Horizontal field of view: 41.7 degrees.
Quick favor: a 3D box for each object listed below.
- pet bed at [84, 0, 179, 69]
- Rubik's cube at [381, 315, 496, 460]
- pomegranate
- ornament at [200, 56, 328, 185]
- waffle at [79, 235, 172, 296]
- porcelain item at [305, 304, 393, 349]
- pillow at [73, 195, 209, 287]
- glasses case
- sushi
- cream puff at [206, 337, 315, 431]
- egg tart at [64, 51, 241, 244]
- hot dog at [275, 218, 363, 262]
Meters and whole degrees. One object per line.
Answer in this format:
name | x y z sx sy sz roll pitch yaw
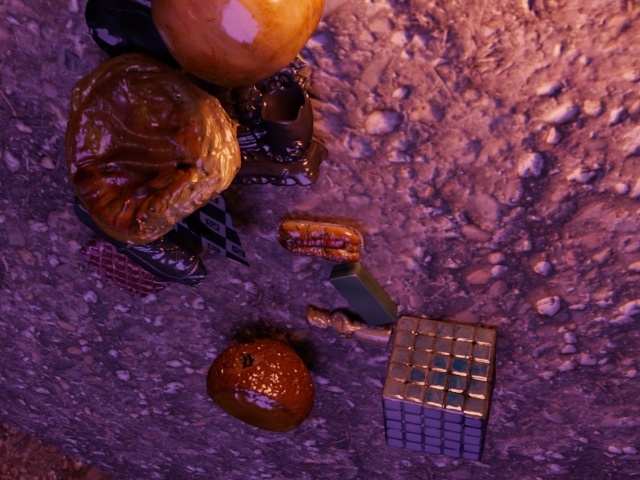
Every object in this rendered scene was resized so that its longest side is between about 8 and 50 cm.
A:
pet bed | -0.308 -0.364 1.435 0.201 0.053 0.201 10 142 8
Rubik's cube | 0.276 0.340 1.945 0.237 0.237 0.238 8 142 15
pomegranate | -0.136 -0.360 1.224 0.270 0.229 0.252 40 138 -18
ornament | -0.119 -0.228 1.504 0.251 0.106 0.260 1 132 26
waffle | -0.461 0.061 2.042 0.234 0.055 0.221 -13 134 34
porcelain item | 0.064 0.206 2.012 0.213 0.054 0.084 14 142 7
pillow | -0.396 -0.004 1.864 0.335 0.092 0.161 41 157 -25
glasses case | 0.099 0.122 1.900 0.078 0.039 0.184 -13 134 34
sushi | -0.293 -0.105 1.743 0.339 0.068 0.320 22 155 22
cream puff | -0.147 0.365 2.178 0.303 0.212 0.303 15 152 8
egg tart | -0.301 -0.167 1.490 0.351 0.153 0.339 -39 79 27
hot dog | 0.000 0.000 1.773 0.191 0.059 0.108 8 138 16
